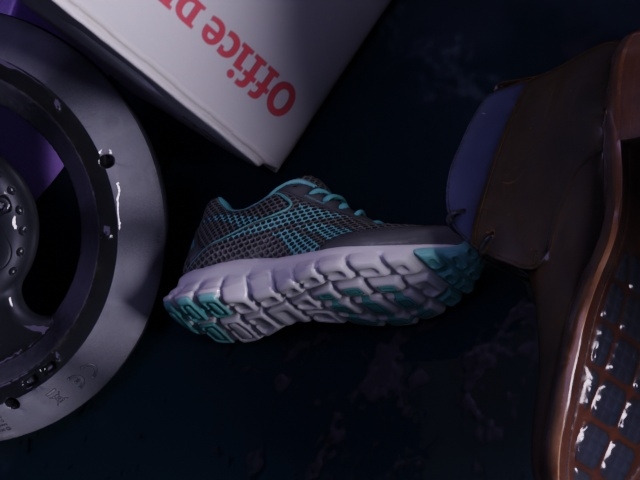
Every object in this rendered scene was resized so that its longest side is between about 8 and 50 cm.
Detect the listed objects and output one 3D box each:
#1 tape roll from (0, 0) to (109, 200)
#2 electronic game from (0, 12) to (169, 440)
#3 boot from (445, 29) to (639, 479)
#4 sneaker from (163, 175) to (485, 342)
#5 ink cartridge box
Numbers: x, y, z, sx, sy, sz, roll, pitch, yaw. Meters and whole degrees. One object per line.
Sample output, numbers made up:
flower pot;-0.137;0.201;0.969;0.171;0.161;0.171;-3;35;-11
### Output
tape roll;-0.259;-0.117;0.918;0.274;0.090;0.275;-14;60;26
electronic game;-0.191;-0.007;0.783;0.229;0.048;0.229;1;95;7
boot;0.104;0.013;0.647;0.106;0.082;0.219;-6;59;46
sneaker;0.000;0.000;0.718;0.166;0.065;0.076;-6;59;27
ink cartridge box;-0.033;-0.224;0.742;0.131;0.226;0.306;32;86;39
